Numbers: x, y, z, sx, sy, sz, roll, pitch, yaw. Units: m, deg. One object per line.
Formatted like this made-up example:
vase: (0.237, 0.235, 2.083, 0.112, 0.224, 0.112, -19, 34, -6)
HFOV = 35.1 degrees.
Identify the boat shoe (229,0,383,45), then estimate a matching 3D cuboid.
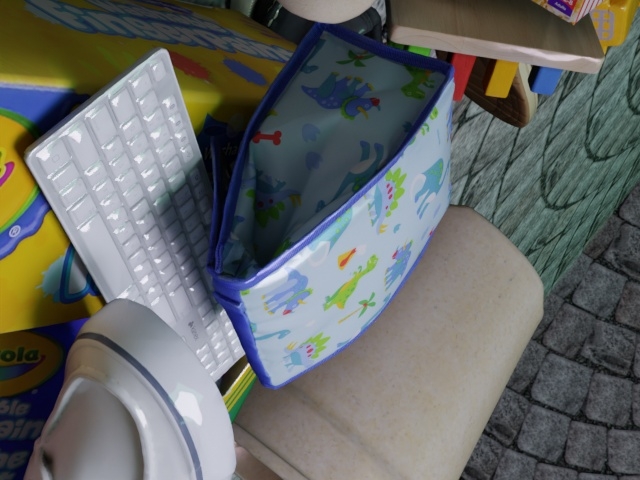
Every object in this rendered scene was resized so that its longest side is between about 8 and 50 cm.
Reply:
boat shoe: (0.007, -0.098, 0.836, 0.127, 0.113, 0.340, -43, 158, -25)

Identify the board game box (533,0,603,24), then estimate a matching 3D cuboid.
board game box: (0.160, -0.258, 0.794, 0.147, 0.193, 0.045, -39, 155, -36)

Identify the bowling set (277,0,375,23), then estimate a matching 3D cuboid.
bowling set: (-0.097, -0.212, 0.407, 0.287, 0.200, 0.154, 7, 123, -18)

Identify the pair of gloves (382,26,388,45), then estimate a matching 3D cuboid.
pair of gloves: (0.063, -0.176, 0.982, 0.083, 0.010, 0.074, -59, 159, 12)

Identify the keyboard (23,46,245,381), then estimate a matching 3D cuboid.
keyboard: (-0.075, 0.013, 0.495, 0.072, 0.014, 0.256, -49, 155, -22)

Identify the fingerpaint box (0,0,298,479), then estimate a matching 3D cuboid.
fingerpaint box: (-0.186, 0.046, 0.551, 0.445, 0.163, 0.371, -8, 129, -61)

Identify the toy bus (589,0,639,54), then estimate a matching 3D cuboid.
toy bus: (0.316, -0.335, 0.984, 0.108, 0.130, 0.332, 67, 37, -59)

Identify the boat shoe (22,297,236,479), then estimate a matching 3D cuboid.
boat shoe: (-0.106, 0.136, 0.498, 0.084, 0.095, 0.258, -41, 154, -39)

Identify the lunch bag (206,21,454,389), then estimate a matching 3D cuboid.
lunch bag: (-0.001, -0.010, 0.512, 0.151, 0.096, 0.129, -60, 159, -23)

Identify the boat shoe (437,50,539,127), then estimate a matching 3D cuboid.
boat shoe: (0.192, -0.231, 1.026, 0.123, 0.123, 0.342, -50, 153, -7)

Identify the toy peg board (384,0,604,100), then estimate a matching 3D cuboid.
toy peg board: (0.123, -0.170, 0.812, 0.161, 0.161, 0.079, -90, -169, -46)

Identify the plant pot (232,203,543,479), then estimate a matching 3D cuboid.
plant pot: (0.046, 0.118, 0.978, 0.305, 0.334, 0.334, -51, 160, -17)
